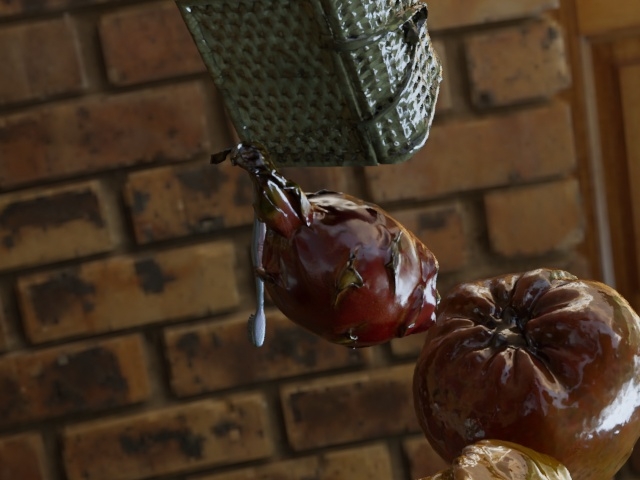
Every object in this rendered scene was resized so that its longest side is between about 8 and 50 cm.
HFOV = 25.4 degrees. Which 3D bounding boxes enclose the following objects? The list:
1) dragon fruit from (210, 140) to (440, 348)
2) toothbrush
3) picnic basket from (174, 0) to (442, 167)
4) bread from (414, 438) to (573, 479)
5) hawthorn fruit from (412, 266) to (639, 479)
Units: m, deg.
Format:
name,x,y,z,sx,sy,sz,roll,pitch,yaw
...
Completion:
name,x,y,z,sx,sy,sz,roll,pitch,yaw
dragon fruit,0.000,0.000,1.119,0.125,0.246,0.125,-38,-138,6
toothbrush,-0.055,-0.003,1.249,0.013,0.193,0.019,-1,-176,-29
picnic basket,0.004,-0.165,1.085,0.154,0.196,0.134,2,-127,20
bread,0.169,0.390,1.281,0.215,0.398,0.398,-22,-171,30
hawthorn fruit,0.251,0.184,1.631,0.277,0.298,0.277,-17,-145,13
